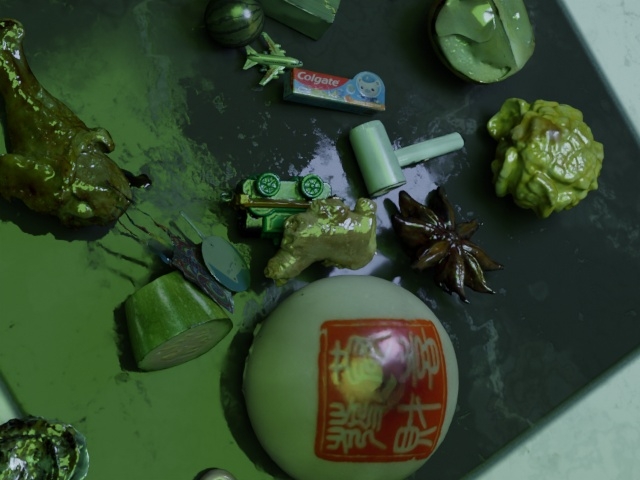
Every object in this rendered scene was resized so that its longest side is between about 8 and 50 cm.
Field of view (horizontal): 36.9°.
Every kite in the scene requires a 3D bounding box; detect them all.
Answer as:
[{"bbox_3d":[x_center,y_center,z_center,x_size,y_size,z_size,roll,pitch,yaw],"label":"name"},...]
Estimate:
[{"bbox_3d":[-0.241,0.010,1.536,0.015,0.152,0.285,-40,125,11],"label":"kite"}]

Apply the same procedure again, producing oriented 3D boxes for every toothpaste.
[{"bbox_3d":[0.026,-0.281,1.761,0.194,0.044,0.070,7,78,-28],"label":"toothpaste"}]

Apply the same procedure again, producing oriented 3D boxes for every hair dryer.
[{"bbox_3d":[0.175,-0.174,1.799,0.237,0.073,0.131,-17,85,-24],"label":"hair dryer"}]

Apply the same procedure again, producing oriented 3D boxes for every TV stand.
[{"bbox_3d":[-0.098,-0.467,1.740,0.270,0.088,0.082,24,72,-14],"label":"TV stand"}]

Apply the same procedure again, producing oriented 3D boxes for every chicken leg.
[{"bbox_3d":[-0.456,-0.160,1.530,0.361,0.140,0.211,48,47,-6],"label":"chicken leg"}]

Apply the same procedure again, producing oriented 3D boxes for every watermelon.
[{"bbox_3d":[-0.165,-0.390,1.698,0.133,0.105,0.105,-18,86,0],"label":"watermelon"}]

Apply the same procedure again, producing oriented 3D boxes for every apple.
[{"bbox_3d":[0.304,-0.401,1.832,0.207,0.174,0.188,-35,113,-24],"label":"apple"}]

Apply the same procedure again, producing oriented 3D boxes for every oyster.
[{"bbox_3d":[-0.493,0.411,1.422,0.162,0.158,0.351,28,75,31],"label":"oyster"}]

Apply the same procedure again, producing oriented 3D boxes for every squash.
[{"bbox_3d":[-0.240,0.130,1.549,0.170,0.170,0.122,-27,78,-22],"label":"squash"}]

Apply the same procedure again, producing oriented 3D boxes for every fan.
[{"bbox_3d":[-0.180,0.016,1.626,0.175,0.005,0.113,50,26,-9],"label":"fan"}]

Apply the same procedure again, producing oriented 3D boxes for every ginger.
[{"bbox_3d":[0.000,-0.005,1.629,0.213,0.074,0.137,-12,105,-11],"label":"ginger"}]

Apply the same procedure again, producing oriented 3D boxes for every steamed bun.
[{"bbox_3d":[0.066,0.235,1.594,0.375,0.241,0.374,4,79,-23],"label":"steamed bun"}]

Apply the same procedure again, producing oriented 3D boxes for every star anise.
[{"bbox_3d":[0.217,0.020,1.762,0.272,0.102,0.271,23,44,-25],"label":"star anise"}]

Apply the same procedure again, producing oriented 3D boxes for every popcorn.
[{"bbox_3d":[0.417,-0.158,1.821,0.217,0.181,0.235,31,67,-10],"label":"popcorn"}]

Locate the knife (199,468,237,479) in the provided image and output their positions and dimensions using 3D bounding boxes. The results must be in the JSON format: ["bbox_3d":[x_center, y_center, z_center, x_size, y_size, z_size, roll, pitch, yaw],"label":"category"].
[{"bbox_3d":[-0.106,0.530,1.583,0.081,0.043,0.335,-31,94,-16],"label":"knife"}]

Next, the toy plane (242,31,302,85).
[{"bbox_3d":[-0.088,-0.327,1.745,0.111,0.040,0.102,7,80,-19],"label":"toy plane"}]

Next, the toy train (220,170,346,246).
[{"bbox_3d":[-0.063,-0.051,1.679,0.228,0.091,0.136,-1,91,-20],"label":"toy train"}]
